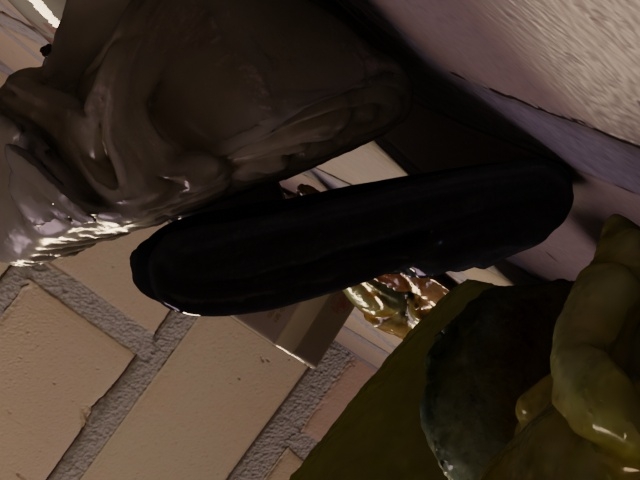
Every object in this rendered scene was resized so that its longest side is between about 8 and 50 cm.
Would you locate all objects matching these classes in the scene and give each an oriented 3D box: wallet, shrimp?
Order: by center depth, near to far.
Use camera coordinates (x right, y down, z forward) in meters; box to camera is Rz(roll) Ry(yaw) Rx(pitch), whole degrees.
[{"bbox_3d":[0.000,0.001,1.194,0.406,0.228,0.062,-179,79,-83],"label":"wallet"},{"bbox_3d":[0.060,0.032,1.791,0.145,0.061,0.267,9,149,53],"label":"shrimp"}]

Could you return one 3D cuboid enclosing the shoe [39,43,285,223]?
[{"bbox_3d":[-0.140,-0.091,1.753,0.291,0.114,0.137,42,174,6],"label":"shoe"}]

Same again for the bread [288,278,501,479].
[{"bbox_3d":[0.156,0.221,1.457,0.348,0.308,0.348,37,169,9],"label":"bread"}]

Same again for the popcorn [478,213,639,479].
[{"bbox_3d":[0.180,0.127,0.856,0.293,0.237,0.293,37,179,0],"label":"popcorn"}]

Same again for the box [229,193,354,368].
[{"bbox_3d":[-0.031,0.033,1.946,0.058,0.141,0.201,33,179,-28],"label":"box"}]

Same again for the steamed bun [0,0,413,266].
[{"bbox_3d":[-0.086,-0.084,1.043,0.218,0.211,0.144,-18,94,55],"label":"steamed bun"}]

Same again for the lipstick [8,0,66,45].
[{"bbox_3d":[-0.177,-0.170,1.467,0.070,0.070,0.254,34,175,21],"label":"lipstick"}]

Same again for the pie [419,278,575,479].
[{"bbox_3d":[0.177,0.140,1.091,0.277,0.277,0.078,37,132,-7],"label":"pie"}]
